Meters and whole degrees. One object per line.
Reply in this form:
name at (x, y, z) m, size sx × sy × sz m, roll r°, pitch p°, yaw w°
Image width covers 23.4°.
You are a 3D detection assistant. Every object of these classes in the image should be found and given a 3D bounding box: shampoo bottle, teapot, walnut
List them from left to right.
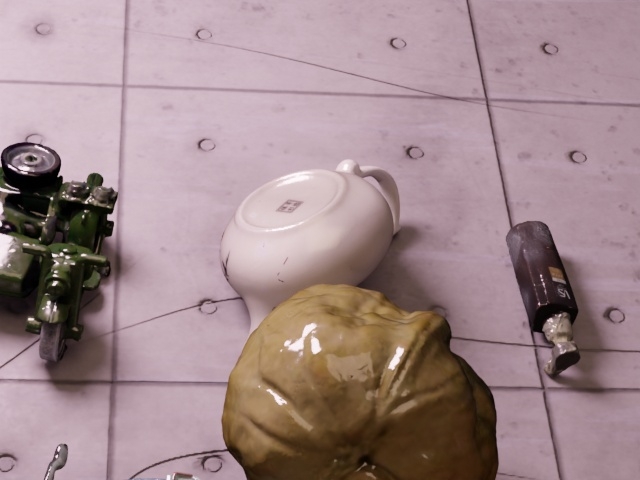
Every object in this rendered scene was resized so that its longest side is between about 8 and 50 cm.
teapot at (0.000, 0.000, 1.834) m, size 0.299 × 0.166 × 0.208 m, roll -31°, pitch 17°, yaw -39°
walnut at (0.046, 0.185, 1.576) m, size 0.282 × 0.253 × 0.277 m, roll 13°, pitch 13°, yaw 14°
shampoo bottle at (0.271, 0.068, 1.863) m, size 0.057 × 0.063 × 0.208 m, roll 6°, pitch 44°, yaw -16°

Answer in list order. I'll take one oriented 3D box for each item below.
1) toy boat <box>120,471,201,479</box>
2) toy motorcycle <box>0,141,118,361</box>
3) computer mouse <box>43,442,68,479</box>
toy boat at (-0.155, 0.269, 1.610) m, size 0.140 × 0.066 × 0.059 m, roll 6°, pitch 43°, yaw -4°
toy motorcycle at (-0.340, 0.003, 1.790) m, size 0.205 × 0.127 × 0.275 m, roll 10°, pitch 44°, yaw -3°
computer mouse at (-0.279, 0.355, 1.502) m, size 0.167 × 0.090 × 0.379 m, roll 6°, pitch 41°, yaw -2°
